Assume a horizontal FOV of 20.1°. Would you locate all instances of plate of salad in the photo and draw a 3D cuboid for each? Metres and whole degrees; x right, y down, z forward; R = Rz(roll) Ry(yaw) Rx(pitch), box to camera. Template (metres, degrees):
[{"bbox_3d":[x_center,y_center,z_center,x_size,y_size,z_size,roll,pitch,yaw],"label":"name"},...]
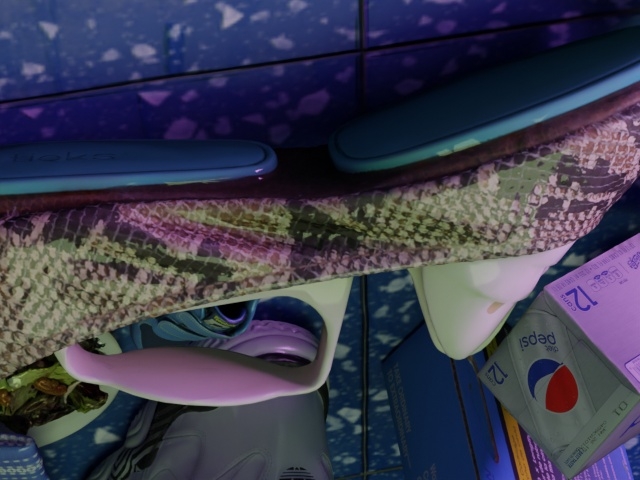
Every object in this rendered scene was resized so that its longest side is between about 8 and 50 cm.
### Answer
[{"bbox_3d":[-0.234,0.105,1.245,0.200,0.048,0.199,-8,142,-6],"label":"plate of salad"}]

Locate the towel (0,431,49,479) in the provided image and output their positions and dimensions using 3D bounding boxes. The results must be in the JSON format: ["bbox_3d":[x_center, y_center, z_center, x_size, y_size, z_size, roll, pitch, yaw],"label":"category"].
[{"bbox_3d":[-0.315,0.237,1.359,0.243,0.040,0.336,-4,148,-4],"label":"towel"}]

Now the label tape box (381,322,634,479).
[{"bbox_3d":[0.132,0.187,1.302,0.106,0.240,0.334,-27,140,20],"label":"label tape box"}]

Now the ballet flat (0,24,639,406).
[{"bbox_3d":[0.000,0.000,1.069,0.483,0.164,0.182,-11,107,1],"label":"ballet flat"}]

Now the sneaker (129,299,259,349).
[{"bbox_3d":[-0.080,0.042,1.200,0.053,0.059,0.144,14,136,-34],"label":"sneaker"}]

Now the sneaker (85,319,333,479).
[{"bbox_3d":[-0.086,0.238,1.325,0.137,0.210,0.366,7,139,-24],"label":"sneaker"}]

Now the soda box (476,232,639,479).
[{"bbox_3d":[0.235,0.041,1.158,0.286,0.091,0.098,-25,156,-41],"label":"soda box"}]
